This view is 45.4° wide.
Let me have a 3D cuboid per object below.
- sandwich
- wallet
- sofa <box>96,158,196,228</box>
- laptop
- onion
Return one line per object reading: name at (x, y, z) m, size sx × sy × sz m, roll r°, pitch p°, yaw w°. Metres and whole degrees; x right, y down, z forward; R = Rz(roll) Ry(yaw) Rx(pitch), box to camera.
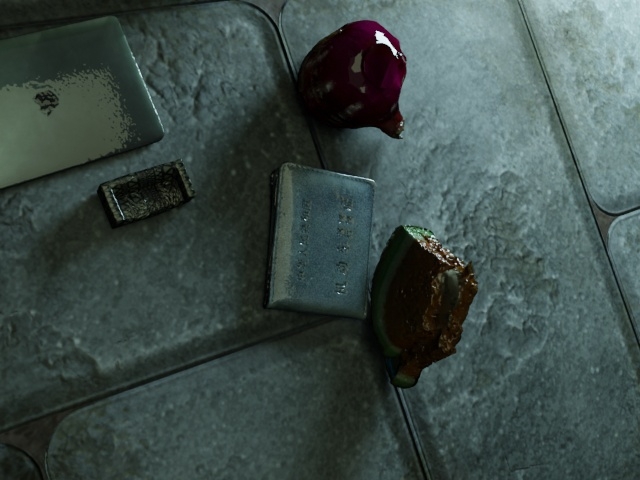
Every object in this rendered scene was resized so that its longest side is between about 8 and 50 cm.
sandwich at (0.134, 0.094, 1.099) m, size 0.079 × 0.159 × 0.235 m, roll 19°, pitch 88°, yaw -34°
wallet at (0.001, 0.000, 1.118) m, size 0.167 × 0.036 × 0.222 m, roll 10°, pitch 75°, yaw -23°
sofa at (-0.231, -0.062, 1.020) m, size 0.118 × 0.039 × 0.060 m, roll -22°, pitch 89°, yaw -27°
laptop at (-0.357, -0.180, 0.999) m, size 0.269 × 0.015 × 0.187 m, roll -23°, pitch 90°, yaw -27°
onion at (0.074, -0.234, 1.148) m, size 0.198 × 0.135 × 0.173 m, roll 39°, pitch 69°, yaw -15°
